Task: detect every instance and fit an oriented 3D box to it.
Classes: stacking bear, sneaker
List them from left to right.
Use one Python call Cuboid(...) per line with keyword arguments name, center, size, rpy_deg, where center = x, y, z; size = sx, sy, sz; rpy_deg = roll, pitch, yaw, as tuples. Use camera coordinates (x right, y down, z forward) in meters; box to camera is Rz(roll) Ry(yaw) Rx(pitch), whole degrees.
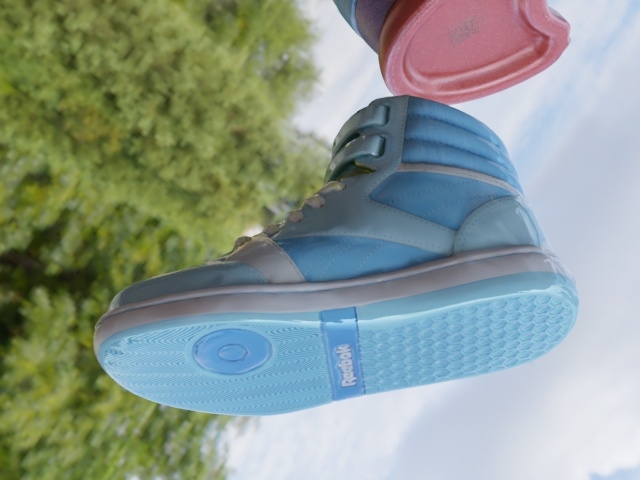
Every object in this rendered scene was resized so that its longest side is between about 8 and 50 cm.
Cuboid(name="sneaker", center=(0.000, 0.000, 0.921), size=(0.127, 0.319, 0.208), rpy_deg=(95, -13, -52))
Cuboid(name="stacking bear", center=(0.068, -0.269, 1.128), size=(0.164, 0.289, 0.175), rpy_deg=(-27, 149, 1))
